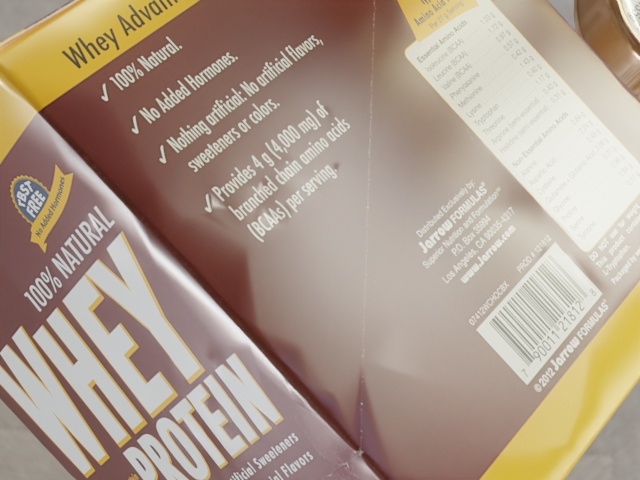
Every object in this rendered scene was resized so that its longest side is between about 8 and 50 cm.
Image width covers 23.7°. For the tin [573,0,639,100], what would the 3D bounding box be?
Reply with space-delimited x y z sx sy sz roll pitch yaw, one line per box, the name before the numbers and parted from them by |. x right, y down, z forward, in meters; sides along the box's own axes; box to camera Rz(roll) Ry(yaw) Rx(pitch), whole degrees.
tin | 0.216 -0.085 0.786 0.189 0.040 0.106 40 62 -1

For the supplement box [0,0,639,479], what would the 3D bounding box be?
supplement box | 0.000 0.000 0.506 0.194 0.129 0.191 47 50 0
